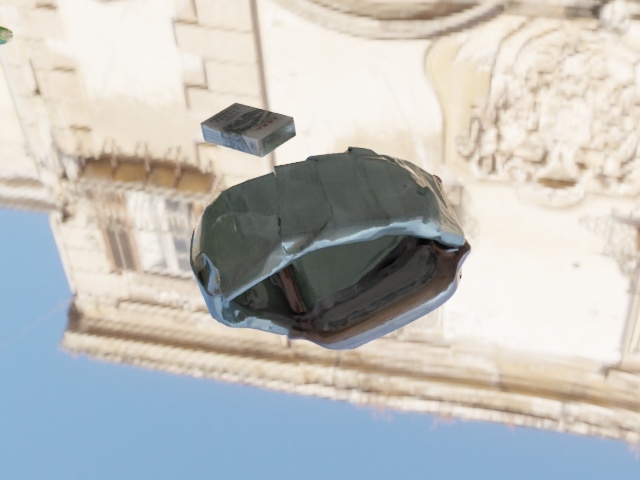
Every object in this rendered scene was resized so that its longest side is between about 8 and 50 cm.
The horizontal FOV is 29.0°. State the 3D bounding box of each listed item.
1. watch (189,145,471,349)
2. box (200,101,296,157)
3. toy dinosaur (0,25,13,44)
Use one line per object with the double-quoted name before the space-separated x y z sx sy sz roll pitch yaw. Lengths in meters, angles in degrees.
"watch" 0.000 0.000 1.231 0.253 0.241 0.162 -29 -118 12
"box" -0.072 -0.111 1.236 0.083 0.024 0.054 19 -141 38
"toy dinosaur" -0.583 -0.130 1.172 0.374 0.144 0.500 -13 178 36
